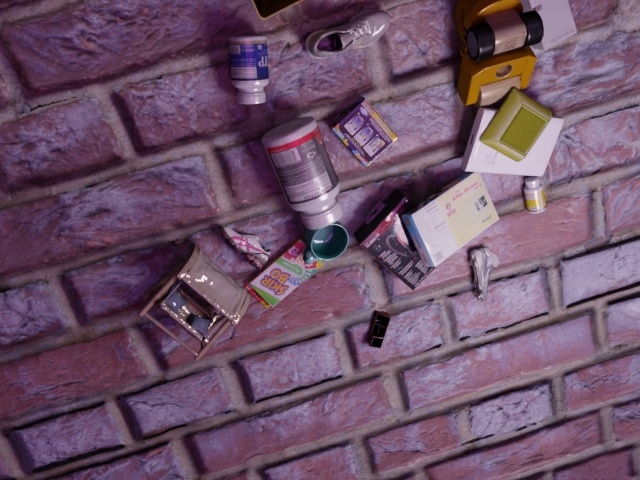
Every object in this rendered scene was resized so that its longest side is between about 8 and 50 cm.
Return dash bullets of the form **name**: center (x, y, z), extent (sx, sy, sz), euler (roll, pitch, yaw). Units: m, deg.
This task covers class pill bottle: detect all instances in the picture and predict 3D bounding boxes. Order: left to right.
- **pill bottle**: center (-0.205, -0.494, 1.719), extent (0.111, 0.112, 0.187), euler (-5, 112, -8)
- **pill bottle**: center (-0.044, -0.201, 1.822), extent (0.176, 0.176, 0.319), euler (-22, 113, 0)
- **pill bottle**: center (0.728, -0.156, 2.026), extent (0.065, 0.065, 0.116), euler (-18, 113, -2)

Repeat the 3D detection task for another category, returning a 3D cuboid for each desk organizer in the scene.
- **desk organizer**: center (0.208, 0.318, 2.129), extent (0.047, 0.050, 0.130), euler (10, 109, -13)

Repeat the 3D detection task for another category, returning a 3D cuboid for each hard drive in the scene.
- **hard drive**: center (0.618, -0.313, 1.919), extent (0.307, 0.040, 0.203), euler (1, 119, -21)

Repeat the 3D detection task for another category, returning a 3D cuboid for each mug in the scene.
- **mug**: center (0.002, -0.009, 1.937), extent (0.157, 0.097, 0.130), euler (-19, 120, -12)

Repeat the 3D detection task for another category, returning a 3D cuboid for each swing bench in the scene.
- **swing bench**: center (-0.400, 0.198, 1.924), extent (0.254, 0.165, 0.253), euler (-43, 111, 8)

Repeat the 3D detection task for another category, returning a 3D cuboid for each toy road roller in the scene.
- **toy road roller**: center (0.506, -0.589, 1.781), extent (0.202, 0.241, 0.330), euler (-16, 150, -3)

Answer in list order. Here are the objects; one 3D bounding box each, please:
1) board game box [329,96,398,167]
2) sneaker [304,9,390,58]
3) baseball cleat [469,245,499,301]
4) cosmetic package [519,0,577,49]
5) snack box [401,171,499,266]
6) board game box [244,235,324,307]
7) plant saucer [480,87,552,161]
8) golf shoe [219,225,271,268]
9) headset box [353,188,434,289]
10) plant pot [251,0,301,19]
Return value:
- **board game box**: center (0.136, -0.339, 1.869), extent (0.141, 0.048, 0.170), euler (-42, 111, 5)
- **sneaker**: center (0.088, -0.590, 1.725), extent (0.262, 0.121, 0.099), euler (-24, 113, 0)
- **baseball cleat**: center (0.588, 0.119, 2.106), extent (0.109, 0.072, 0.206), euler (-19, 116, -9)
- **cosmetic package**: center (0.676, -0.709, 1.797), extent (0.117, 0.085, 0.231), euler (-28, 111, 3)
- **snack box**: center (0.425, -0.075, 1.922), extent (0.322, 0.060, 0.187), euler (-32, 104, -25)
- **board game box**: center (-0.124, 0.115, 2.009), extent (0.259, 0.039, 0.124), euler (-40, 111, 10)
- **plant saucer**: center (0.619, -0.347, 1.846), extent (0.188, 0.045, 0.188), euler (20, 112, -29)
- **golf shoe**: center (-0.246, 0.008, 1.938), extent (0.186, 0.067, 0.086), euler (42, 71, -19)
- **headset box**: center (0.271, -0.012, 1.981), extent (0.293, 0.110, 0.218), euler (39, 100, -21)
- **plant pot**: center (-0.119, -0.739, 1.598), extent (0.212, 0.187, 0.212), euler (-26, 113, 1)
